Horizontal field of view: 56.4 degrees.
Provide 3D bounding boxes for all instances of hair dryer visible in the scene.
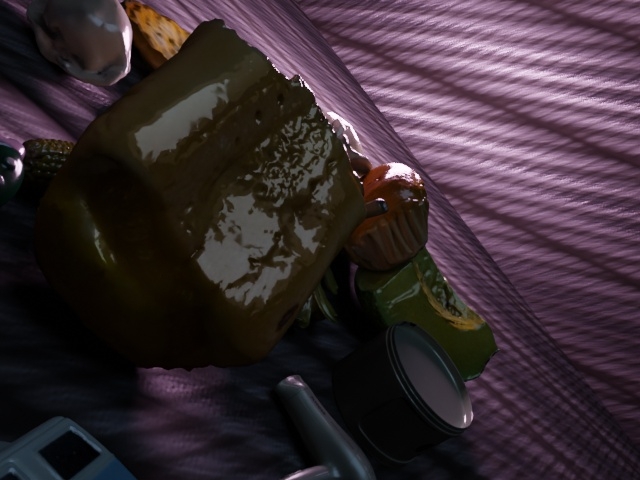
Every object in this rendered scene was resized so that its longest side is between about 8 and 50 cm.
[{"bbox_3d":[-0.045,0.303,0.838,0.206,0.075,0.237,51,30,19],"label":"hair dryer"}]

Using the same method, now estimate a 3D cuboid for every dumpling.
[{"bbox_3d":[0.006,-0.231,1.600,0.318,0.187,0.242,44,-10,28],"label":"dumpling"},{"bbox_3d":[-0.418,-0.372,1.050,0.132,0.163,0.250,106,-36,-74],"label":"dumpling"}]

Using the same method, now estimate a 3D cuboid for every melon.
[{"bbox_3d":[0.244,0.173,1.365,0.343,0.226,0.331,60,11,-10],"label":"melon"}]

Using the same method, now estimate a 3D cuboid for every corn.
[{"bbox_3d":[-0.293,-0.077,0.889,0.320,0.097,0.097,17,40,-50],"label":"corn"}]

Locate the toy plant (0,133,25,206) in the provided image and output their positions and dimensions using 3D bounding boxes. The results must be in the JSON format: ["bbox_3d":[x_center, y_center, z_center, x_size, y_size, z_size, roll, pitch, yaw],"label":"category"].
[{"bbox_3d":[-0.445,-0.111,0.630,0.232,0.113,0.243,51,28,-13],"label":"toy plant"}]

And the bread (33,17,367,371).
[{"bbox_3d":[-0.165,-0.037,0.778,0.361,0.250,0.394,55,49,-24],"label":"bread"}]

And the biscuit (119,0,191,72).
[{"bbox_3d":[-0.312,-0.412,1.380,0.329,0.078,0.335,56,23,19],"label":"biscuit"}]

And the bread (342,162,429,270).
[{"bbox_3d":[0.135,-0.067,1.373,0.183,0.236,0.388,64,-3,-14],"label":"bread"}]

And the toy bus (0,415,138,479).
[{"bbox_3d":[-0.251,0.253,0.422,0.164,0.133,0.271,47,20,4],"label":"toy bus"}]

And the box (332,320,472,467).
[{"bbox_3d":[0.151,0.278,1.100,0.226,0.149,0.226,40,26,-24],"label":"box"}]

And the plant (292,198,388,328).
[{"bbox_3d":[-0.048,0.003,1.105,0.262,0.297,0.305,10,54,-13],"label":"plant"}]
